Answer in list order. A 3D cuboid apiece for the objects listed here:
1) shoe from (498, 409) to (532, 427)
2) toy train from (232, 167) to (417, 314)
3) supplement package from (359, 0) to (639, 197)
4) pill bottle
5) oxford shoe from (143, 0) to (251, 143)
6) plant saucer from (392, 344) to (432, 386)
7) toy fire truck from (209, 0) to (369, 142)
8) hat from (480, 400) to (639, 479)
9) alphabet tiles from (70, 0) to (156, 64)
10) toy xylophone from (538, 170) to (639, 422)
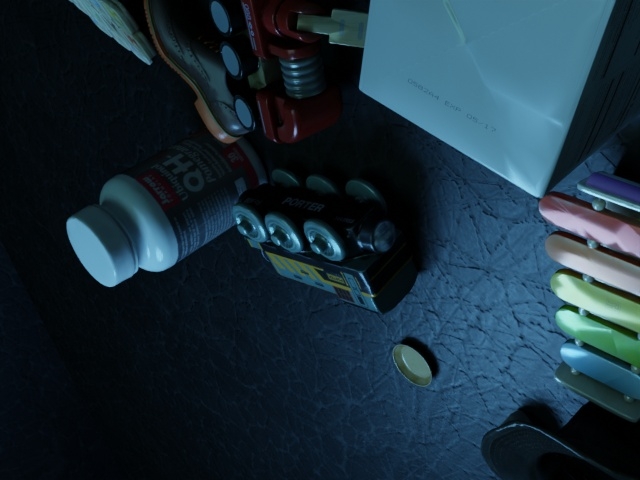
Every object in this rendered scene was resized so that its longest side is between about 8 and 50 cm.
[{"bbox_3d":[0.340,0.353,1.222,0.076,0.058,0.219,-25,103,37],"label":"shoe"},{"bbox_3d":[0.000,0.000,1.266,0.334,0.142,0.190,13,139,47],"label":"toy train"},{"bbox_3d":[0.199,-0.213,0.682,0.199,0.262,0.198,36,143,26],"label":"supplement package"},{"bbox_3d":[-0.256,-0.057,1.363,0.176,0.318,0.176,32,141,30],"label":"pill bottle"},{"bbox_3d":[-0.177,-0.292,1.281,0.098,0.097,0.271,-24,105,37],"label":"oxford shoe"},{"bbox_3d":[0.157,0.205,1.352,0.083,0.015,0.083,32,141,31],"label":"plant saucer"},{"bbox_3d":[-0.005,-0.235,1.063,0.246,0.158,0.217,33,142,48],"label":"toy fire truck"},{"bbox_3d":[0.382,0.293,1.032,0.331,0.134,0.331,30,157,15],"label":"hat"},{"bbox_3d":[-0.400,-0.415,1.390,0.284,0.021,0.278,38,170,25],"label":"alphabet tiles"},{"bbox_3d":[0.365,0.067,0.894,0.236,0.081,0.323,20,134,42],"label":"toy xylophone"}]
